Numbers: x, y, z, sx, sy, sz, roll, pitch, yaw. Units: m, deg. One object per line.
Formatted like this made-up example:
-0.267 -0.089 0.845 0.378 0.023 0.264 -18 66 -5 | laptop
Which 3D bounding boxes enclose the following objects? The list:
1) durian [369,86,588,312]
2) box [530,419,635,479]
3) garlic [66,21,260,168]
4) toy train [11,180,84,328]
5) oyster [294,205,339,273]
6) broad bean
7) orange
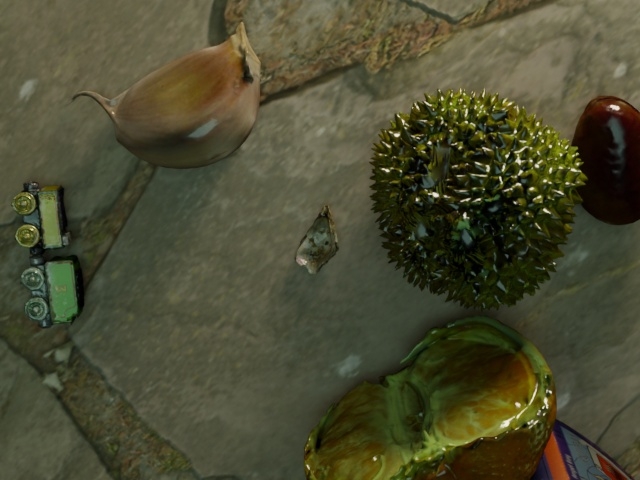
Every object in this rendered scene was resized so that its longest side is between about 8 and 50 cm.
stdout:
0.200 -0.050 1.420 0.291 0.224 0.291 -8 75 31 | durian
0.333 0.450 1.438 0.318 0.349 0.257 42 101 -3 | box
-0.196 -0.158 1.485 0.266 0.148 0.128 -15 137 3 | garlic
-0.366 0.018 1.547 0.081 0.060 0.202 -4 101 -2 | toy train
0.003 0.001 1.530 0.051 0.034 0.093 40 113 12 | oyster
0.375 -0.100 1.460 0.114 0.084 0.165 7 109 19 | broad bean
0.151 0.247 1.461 0.334 0.262 0.196 -41 129 9 | orange
